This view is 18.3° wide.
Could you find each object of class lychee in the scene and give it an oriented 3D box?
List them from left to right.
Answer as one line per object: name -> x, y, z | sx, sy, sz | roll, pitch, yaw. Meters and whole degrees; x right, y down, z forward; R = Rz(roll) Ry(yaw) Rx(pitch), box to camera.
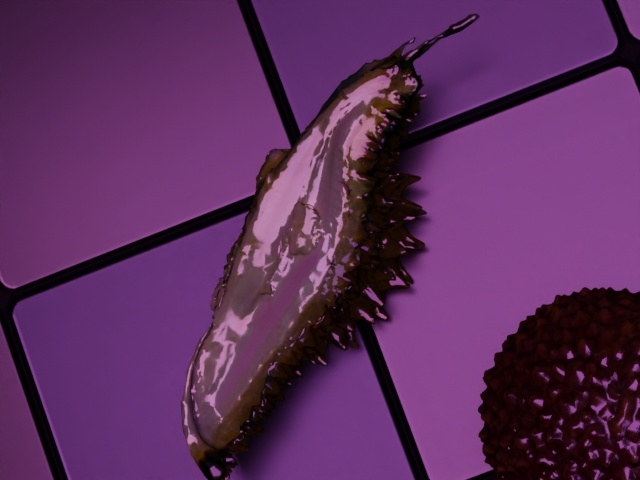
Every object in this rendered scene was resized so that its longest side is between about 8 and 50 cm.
lychee -> 0.193, 0.119, 1.328 | 0.188, 0.188, 0.188 | -1, 83, 8

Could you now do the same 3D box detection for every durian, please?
durian -> 0.002, 0.001, 1.402 | 0.132, 0.106, 0.375 | 26, 88, 9
